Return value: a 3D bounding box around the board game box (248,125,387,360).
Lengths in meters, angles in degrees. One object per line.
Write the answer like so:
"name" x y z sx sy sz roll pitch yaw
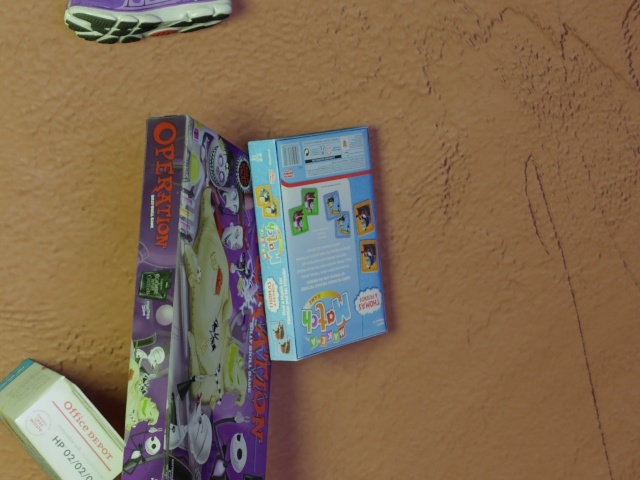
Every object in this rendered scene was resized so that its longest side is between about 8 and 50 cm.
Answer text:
"board game box" 0.000 0.000 1.727 0.160 0.039 0.212 -12 98 -54

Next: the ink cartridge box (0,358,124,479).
"ink cartridge box" -0.237 0.174 1.600 0.061 0.181 0.104 -42 107 -15

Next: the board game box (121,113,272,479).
"board game box" -0.104 0.079 1.615 0.056 0.208 0.347 -2 76 19

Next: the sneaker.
"sneaker" -0.168 -0.231 1.683 0.170 0.068 0.071 -12 82 -30
